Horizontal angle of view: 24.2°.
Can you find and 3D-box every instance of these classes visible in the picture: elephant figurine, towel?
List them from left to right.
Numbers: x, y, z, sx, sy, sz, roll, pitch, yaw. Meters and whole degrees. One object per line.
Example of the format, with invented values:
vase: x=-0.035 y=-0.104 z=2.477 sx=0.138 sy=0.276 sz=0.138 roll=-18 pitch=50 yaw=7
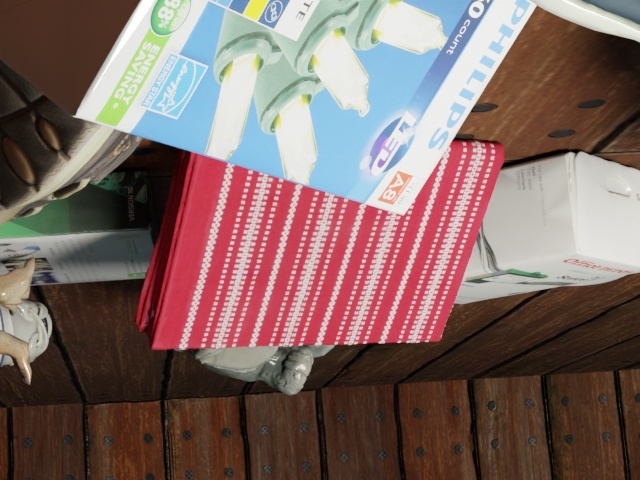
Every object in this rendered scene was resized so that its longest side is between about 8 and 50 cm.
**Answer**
elephant figurine: x=-0.069 y=0.047 z=1.469 sx=0.169 sy=0.186 sz=0.239 roll=37 pitch=167 yaw=18
towel: x=0.000 y=0.000 z=1.186 sx=0.275 sy=0.199 sz=0.031 roll=1 pitch=-147 yaw=-26

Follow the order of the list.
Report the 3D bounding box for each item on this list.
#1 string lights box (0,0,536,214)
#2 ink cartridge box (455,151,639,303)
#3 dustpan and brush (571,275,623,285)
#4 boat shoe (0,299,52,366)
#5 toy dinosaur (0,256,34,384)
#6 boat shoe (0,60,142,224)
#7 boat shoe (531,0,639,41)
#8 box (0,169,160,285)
string lights box: x=-0.015 y=-0.102 z=0.650 sx=0.077 sy=0.133 sz=0.259 roll=38 pitch=-167 yaw=30
ink cartridge box: x=0.174 y=-0.006 z=1.349 sx=0.219 sy=0.092 sz=0.160 roll=-12 pitch=167 yaw=38
dustpan and brush: x=0.286 y=0.019 z=1.653 sx=0.147 sy=0.060 sz=0.211 roll=-4 pitch=162 yaw=6
boat shoe: x=-0.355 y=0.104 z=1.727 sx=0.088 sy=0.096 sz=0.267 roll=-6 pitch=171 yaw=-11
toy dinosaur: x=-0.347 y=0.074 z=1.225 sx=0.200 sy=0.127 sz=0.295 roll=8 pitch=160 yaw=-20
boat shoe: x=-0.166 y=-0.083 z=0.819 sx=0.130 sy=0.132 sz=0.355 roll=-27 pitch=-175 yaw=-38
boat shoe: x=0.203 y=-0.132 z=0.715 sx=0.254 sy=0.095 sz=0.079 roll=16 pitch=167 yaw=-29
box: x=-0.302 y=-0.003 z=1.293 sx=0.322 sy=0.058 sz=0.232 roll=-4 pitch=169 yaw=-5
